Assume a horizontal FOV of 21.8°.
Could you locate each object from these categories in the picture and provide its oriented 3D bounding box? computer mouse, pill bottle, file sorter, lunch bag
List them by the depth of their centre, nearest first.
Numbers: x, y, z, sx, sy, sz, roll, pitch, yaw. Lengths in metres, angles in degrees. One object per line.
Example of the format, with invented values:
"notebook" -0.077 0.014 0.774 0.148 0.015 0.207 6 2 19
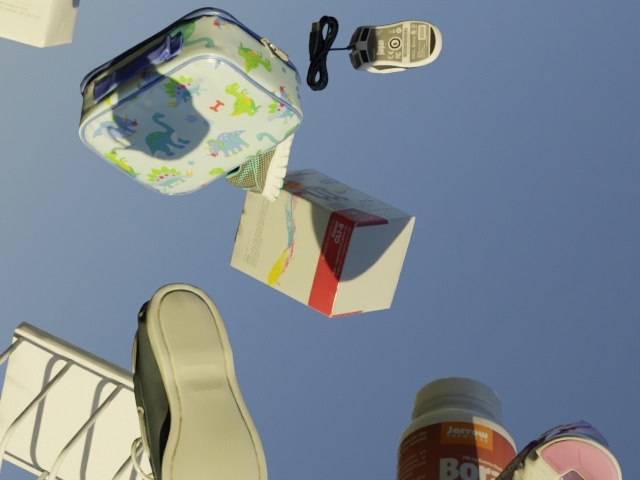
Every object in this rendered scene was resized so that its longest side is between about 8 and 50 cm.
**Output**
"pill bottle" 0.132 0.243 1.625 0.121 0.121 0.216 -44 -152 37
"lunch bag" -0.140 -0.148 1.773 0.219 0.176 0.090 -28 -132 31
"file sorter" -0.266 0.260 1.843 0.173 0.278 0.193 -53 164 -55
"computer mouse" 0.077 -0.262 2.300 0.042 0.193 0.106 40 52 -69

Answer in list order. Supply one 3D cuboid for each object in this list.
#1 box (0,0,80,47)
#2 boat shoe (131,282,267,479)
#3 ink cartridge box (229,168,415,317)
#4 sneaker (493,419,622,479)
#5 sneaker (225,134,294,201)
"box" -0.374 -0.336 1.957 0.119 0.181 0.182 -45 149 -76
"boat shoe" -0.112 0.163 1.394 0.079 0.095 0.254 -50 -129 51
"ink cartridge box" 0.000 0.000 2.054 0.176 0.128 0.127 26 -70 34
"sneaker" 0.175 0.241 1.458 0.236 0.095 0.104 -47 -177 24
"sneaker" -0.069 -0.120 1.909 0.065 0.076 0.166 -85 -172 -58
